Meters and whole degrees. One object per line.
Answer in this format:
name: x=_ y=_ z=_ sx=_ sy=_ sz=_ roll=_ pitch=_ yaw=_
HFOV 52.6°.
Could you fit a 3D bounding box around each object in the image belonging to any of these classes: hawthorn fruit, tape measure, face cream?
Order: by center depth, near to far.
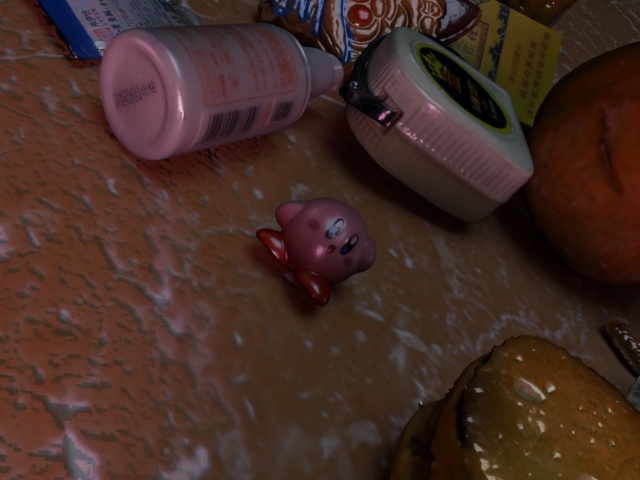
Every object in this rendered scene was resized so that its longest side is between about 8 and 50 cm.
face cream: x=-0.064 y=-0.142 z=0.579 sx=0.101 sy=0.101 sz=0.252 roll=47 pitch=39 yaw=15
hawthorn fruit: x=0.375 y=-0.093 z=0.686 sx=0.268 sy=0.301 sz=0.267 roll=21 pitch=59 yaw=-39
tape measure: x=0.115 y=-0.139 z=0.703 sx=0.207 sy=0.115 sz=0.235 roll=30 pitch=34 yaw=-15

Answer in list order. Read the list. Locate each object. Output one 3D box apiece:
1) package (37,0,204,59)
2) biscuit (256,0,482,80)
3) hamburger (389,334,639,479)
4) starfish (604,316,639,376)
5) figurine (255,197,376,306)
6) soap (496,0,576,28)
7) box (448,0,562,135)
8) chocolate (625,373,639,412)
package: x=-0.202 y=-0.236 z=0.636 sx=0.173 sy=0.027 sz=0.171 roll=-18 pitch=65 yaw=-45
biscuit: x=0.063 y=-0.277 z=0.786 sx=0.280 sy=0.043 sz=0.183 roll=-1 pitch=76 yaw=-5
hamburger: x=0.133 y=0.166 z=0.385 sx=0.182 sy=0.118 sz=0.191 roll=-10 pitch=53 yaw=-38
starfish: x=0.390 y=0.157 z=0.646 sx=0.227 sy=0.043 sz=0.240 roll=-23 pitch=68 yaw=-46
figurine: x=0.000 y=0.000 z=0.502 sx=0.083 sy=0.071 sz=0.067 roll=46 pitch=-3 yaw=2
soap: x=0.401 y=-0.509 z=1.111 sx=0.259 sy=0.281 sz=0.143 roll=22 pitch=26 yaw=-53
box: x=0.201 y=-0.261 z=0.883 sx=0.279 sy=0.041 sz=0.153 roll=18 pitch=80 yaw=-21
chocolate: x=0.347 y=0.185 z=0.491 sx=0.221 sy=0.221 sz=0.147 roll=-39 pitch=117 yaw=-51
